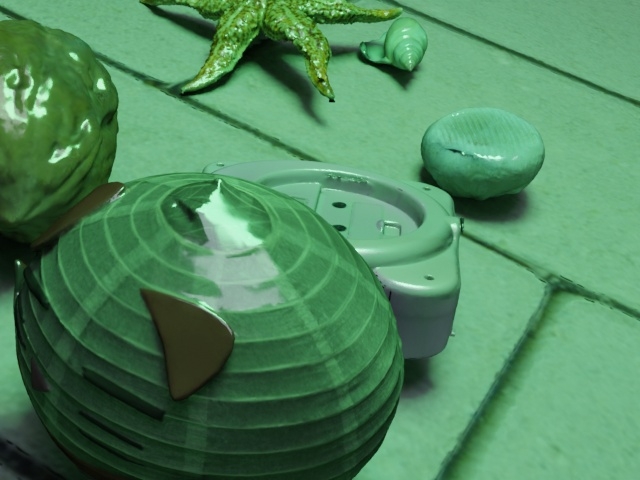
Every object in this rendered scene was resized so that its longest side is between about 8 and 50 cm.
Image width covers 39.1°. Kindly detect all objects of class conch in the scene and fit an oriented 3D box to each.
[{"bbox_3d":[0.106,-0.264,1.242,0.065,0.088,0.180,51,16,-27],"label":"conch"}]

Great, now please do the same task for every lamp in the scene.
[{"bbox_3d":[-0.076,0.061,0.599,0.265,0.233,0.233,31,39,29],"label":"lamp"}]

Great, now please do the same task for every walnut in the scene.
[{"bbox_3d":[-0.259,-0.092,0.787,0.178,0.178,0.230,3,42,-15],"label":"walnut"}]

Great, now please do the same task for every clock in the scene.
[{"bbox_3d":[0.000,0.000,0.808,0.248,0.090,0.227,10,26,1],"label":"clock"}]

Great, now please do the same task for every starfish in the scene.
[{"bbox_3d":[-0.092,-0.291,1.173,0.358,0.078,0.347,13,44,12],"label":"starfish"}]

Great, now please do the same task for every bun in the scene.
[{"bbox_3d":[0.180,-0.090,1.010,0.141,0.083,0.140,1,34,-1],"label":"bun"}]
